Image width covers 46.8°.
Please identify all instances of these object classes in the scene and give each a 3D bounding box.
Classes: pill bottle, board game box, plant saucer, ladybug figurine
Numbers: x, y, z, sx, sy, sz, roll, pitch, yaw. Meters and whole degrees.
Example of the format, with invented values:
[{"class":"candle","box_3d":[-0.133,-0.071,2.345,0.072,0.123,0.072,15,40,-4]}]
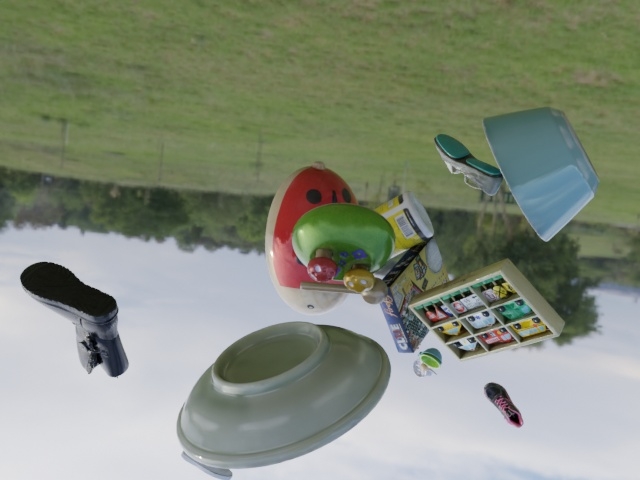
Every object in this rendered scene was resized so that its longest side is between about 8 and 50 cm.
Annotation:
[{"class":"pill bottle","box_3d":[0.143,-0.016,1.698,0.208,0.119,0.119,-29,170,18]},{"class":"board game box","box_3d":[0.216,0.117,1.656,0.042,0.165,0.243,-9,-159,37]},{"class":"plant saucer","box_3d":[-0.079,0.238,1.315,0.400,0.101,0.400,-16,-162,5]},{"class":"ladybug figurine","box_3d":[0.000,0.000,2.111,0.305,0.450,0.162,-6,-172,-26]}]

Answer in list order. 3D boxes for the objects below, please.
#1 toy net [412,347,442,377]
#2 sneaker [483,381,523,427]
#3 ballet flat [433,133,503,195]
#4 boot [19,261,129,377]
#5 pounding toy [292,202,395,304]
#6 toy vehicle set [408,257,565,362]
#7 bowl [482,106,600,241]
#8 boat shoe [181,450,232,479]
[{"class":"toy net","box_3d":[0.308,0.372,2.262,0.122,0.045,0.232,26,153,14]},{"class":"sneaker","box_3d":[0.401,0.359,1.604,0.119,0.047,0.057,49,-175,-4]},{"class":"ballet flat","box_3d":[0.332,-0.172,1.711,0.072,0.068,0.213,-16,-138,-33]},{"class":"boot","box_3d":[-0.517,0.174,1.559,0.246,0.207,0.094,23,-137,19]},{"class":"pounding toy","box_3d":[0.038,0.053,1.292,0.182,0.110,0.237,2,139,4]},{"class":"toy vehicle set","box_3d":[0.307,0.140,1.404,0.166,0.035,0.267,46,144,-9]},{"class":"bowl","box_3d":[0.504,-0.171,1.638,0.163,0.312,0.311,-27,169,21]},{"class":"boat shoe","box_3d":[-0.195,0.383,1.293,0.100,0.035,0.035,25,-173,14]}]
